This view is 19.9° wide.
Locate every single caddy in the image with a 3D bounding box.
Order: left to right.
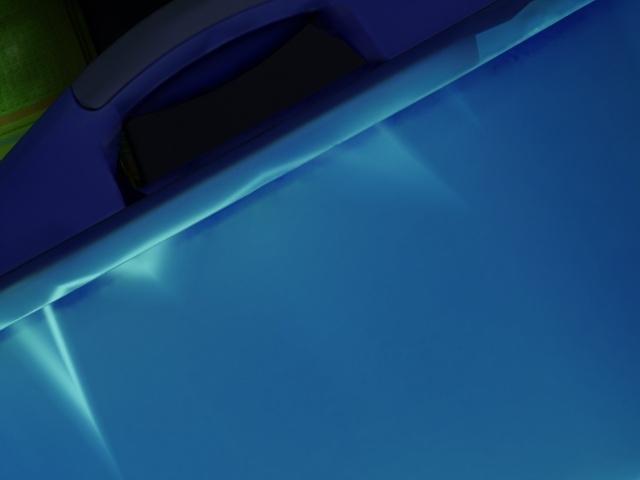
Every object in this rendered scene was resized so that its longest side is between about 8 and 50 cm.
[{"bbox_3d":[0.000,0.000,0.585,0.341,0.241,0.179,-29,94,7],"label":"caddy"}]

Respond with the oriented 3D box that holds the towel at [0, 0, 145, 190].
[{"bbox_3d":[-0.146,-0.078,0.749,0.102,0.021,0.237,-22,79,8],"label":"towel"}]
